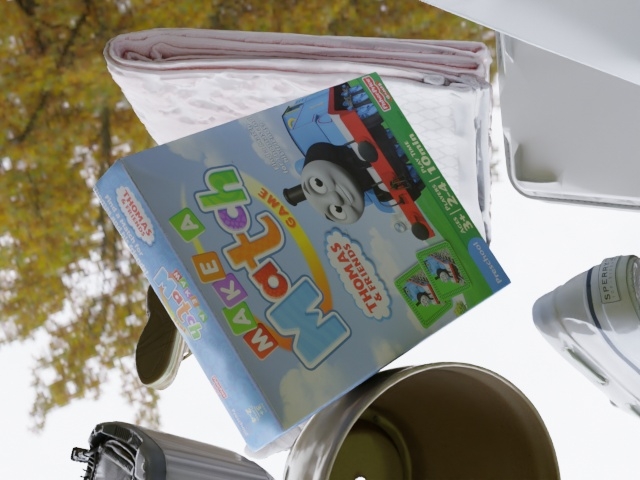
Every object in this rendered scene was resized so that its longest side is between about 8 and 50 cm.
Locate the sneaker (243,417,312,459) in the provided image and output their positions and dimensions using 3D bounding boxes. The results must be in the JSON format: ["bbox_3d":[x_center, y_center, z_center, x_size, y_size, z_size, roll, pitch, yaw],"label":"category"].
[{"bbox_3d":[-0.022,0.195,1.133,0.071,0.188,0.066,36,-129,1],"label":"sneaker"}]

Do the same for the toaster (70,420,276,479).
[{"bbox_3d":[-0.141,0.248,1.025,0.227,0.146,0.129,3,-103,61],"label":"toaster"}]

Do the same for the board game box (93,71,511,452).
[{"bbox_3d":[0.000,0.000,0.613,0.211,0.039,0.160,-27,-98,-44],"label":"board game box"}]

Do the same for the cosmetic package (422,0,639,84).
[{"bbox_3d":[0.040,-0.223,0.700,0.377,0.097,0.284,11,-156,-36],"label":"cosmetic package"}]

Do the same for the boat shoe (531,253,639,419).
[{"bbox_3d":[0.220,0.080,0.719,0.076,0.226,0.083,-19,-136,36],"label":"boat shoe"}]

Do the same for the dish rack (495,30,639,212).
[{"bbox_3d":[0.340,-0.161,1.272,0.072,0.285,0.333,-22,-158,-40],"label":"dish rack"}]

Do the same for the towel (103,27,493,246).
[{"bbox_3d":[0.000,-0.080,1.000,0.317,0.332,0.053,5,-113,12],"label":"towel"}]

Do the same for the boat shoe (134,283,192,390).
[{"bbox_3d":[-0.123,0.078,0.926,0.050,0.045,0.135,-30,-147,23],"label":"boat shoe"}]

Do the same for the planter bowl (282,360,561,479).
[{"bbox_3d":[0.043,0.148,0.634,0.162,0.162,0.109,-35,-165,-26],"label":"planter bowl"}]
